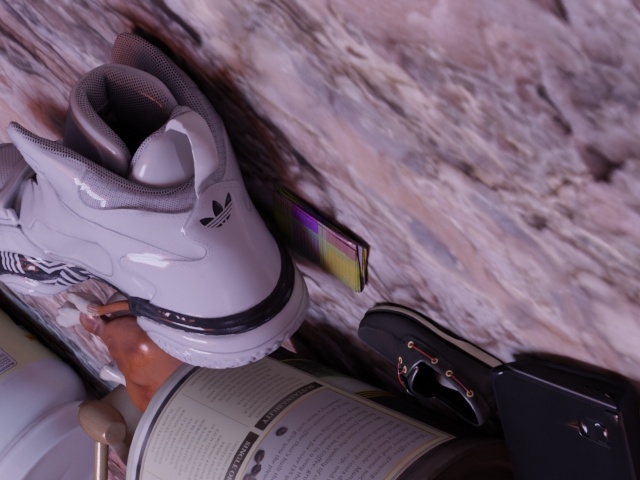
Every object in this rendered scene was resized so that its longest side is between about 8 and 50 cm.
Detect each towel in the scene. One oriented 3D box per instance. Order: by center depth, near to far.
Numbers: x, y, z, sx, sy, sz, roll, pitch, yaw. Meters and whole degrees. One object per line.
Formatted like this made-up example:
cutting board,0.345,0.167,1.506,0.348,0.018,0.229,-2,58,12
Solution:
towel,0.000,0.000,1.029,0.083,0.009,0.060,35,155,23

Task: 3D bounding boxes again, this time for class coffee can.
coffee can,0.012,0.203,1.095,0.275,0.201,0.202,18,144,46

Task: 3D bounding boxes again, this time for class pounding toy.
pounding toy,-0.197,0.237,1.520,0.154,0.155,0.269,38,163,47

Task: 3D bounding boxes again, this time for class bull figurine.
bull figurine,-0.131,0.128,1.328,0.188,0.101,0.310,31,153,33

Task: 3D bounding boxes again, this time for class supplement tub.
supplement tub,-0.430,0.194,1.747,0.325,0.235,0.235,37,155,18

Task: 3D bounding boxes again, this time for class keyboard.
keyboard,0.213,0.223,0.942,0.201,0.033,0.317,19,134,50

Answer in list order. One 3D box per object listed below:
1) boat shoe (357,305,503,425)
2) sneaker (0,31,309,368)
boat shoe,0.072,0.084,1.010,0.133,0.042,0.049,27,151,38
sneaker,-0.173,-0.053,1.081,0.365,0.137,0.210,22,144,37
